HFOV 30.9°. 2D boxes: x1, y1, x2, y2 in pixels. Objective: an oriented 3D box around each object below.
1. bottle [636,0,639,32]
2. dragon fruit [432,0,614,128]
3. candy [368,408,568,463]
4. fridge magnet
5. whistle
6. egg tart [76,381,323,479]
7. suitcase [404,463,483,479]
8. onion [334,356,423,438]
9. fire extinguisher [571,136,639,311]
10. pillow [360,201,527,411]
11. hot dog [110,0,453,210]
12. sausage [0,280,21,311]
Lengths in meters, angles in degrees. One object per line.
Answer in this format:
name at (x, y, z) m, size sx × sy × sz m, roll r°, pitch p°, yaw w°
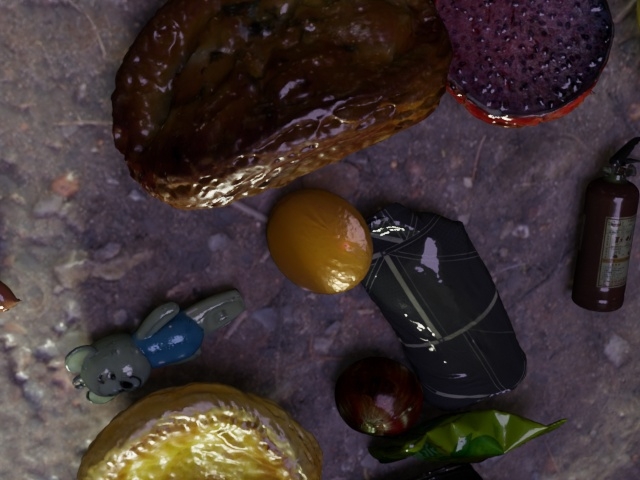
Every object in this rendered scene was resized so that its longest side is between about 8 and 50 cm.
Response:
bottle at (0.478, -0.271, 1.418) m, size 0.171 × 0.171 × 0.351 m, roll -31°, pitch 117°, yaw -1°
dragon fruit at (0.233, -0.237, 1.395) m, size 0.224 × 0.148 × 0.218 m, roll -4°, pitch 85°, yaw 8°
candy at (0.199, 0.269, 1.597) m, size 0.246 × 0.149 × 0.069 m, roll 3°, pitch 73°, yaw -18°
fridge magnet at (0.000, 0.000, 1.436) m, size 0.143 × 0.063 × 0.143 m, roll 11°, pitch 117°, yaw 22°
whistle at (-0.201, 0.130, 1.450) m, size 0.236 × 0.077 × 0.114 m, roll -27°, pitch 135°, yaw -7°
egg tart at (-0.155, 0.301, 1.497) m, size 0.319 × 0.128 × 0.318 m, roll -3°, pitch 113°, yaw -8°
suitcase at (0.087, 0.503, 1.611) m, size 0.434 × 0.194 × 0.283 m, roll -21°, pitch 115°, yaw -6°
onion at (0.076, 0.202, 1.533) m, size 0.117 × 0.118 × 0.118 m, roll -10°, pitch 116°, yaw 12°
fire extinguisher at (0.394, -0.024, 1.559) m, size 0.099 × 0.071 × 0.231 m, roll -14°, pitch 116°, yaw -40°
pillow at (0.153, 0.087, 1.518) m, size 0.162 × 0.092 × 0.335 m, roll -27°, pitch 116°, yaw 7°
hot dog at (-0.052, -0.183, 1.270) m, size 0.388 × 0.267 × 0.174 m, roll -23°, pitch 155°, yaw 4°
sausage at (-0.422, 0.018, 1.360) m, size 0.047 × 0.040 × 0.176 m, roll -36°, pitch 116°, yaw -6°
